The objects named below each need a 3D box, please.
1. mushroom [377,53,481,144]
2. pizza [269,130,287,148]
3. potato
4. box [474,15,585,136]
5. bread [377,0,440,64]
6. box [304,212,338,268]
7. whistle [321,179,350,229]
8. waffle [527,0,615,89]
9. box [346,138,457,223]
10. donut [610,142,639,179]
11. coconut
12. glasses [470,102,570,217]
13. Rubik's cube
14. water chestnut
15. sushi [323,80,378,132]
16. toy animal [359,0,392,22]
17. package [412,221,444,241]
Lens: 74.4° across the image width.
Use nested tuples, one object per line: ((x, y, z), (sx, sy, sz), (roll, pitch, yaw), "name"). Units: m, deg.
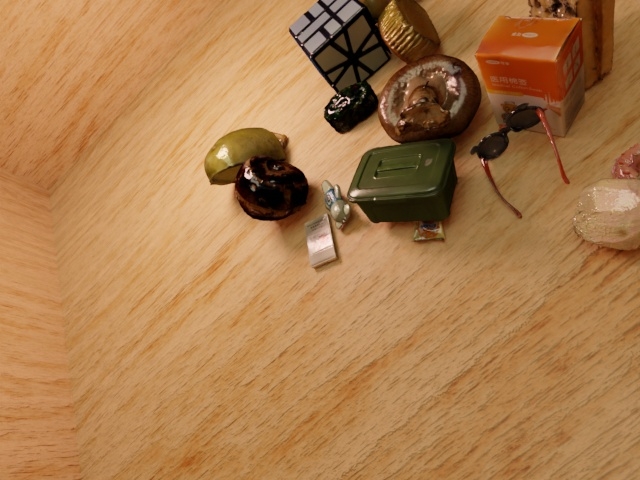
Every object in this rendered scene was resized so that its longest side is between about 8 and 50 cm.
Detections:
((0.333, -0.469, 1.409), (0.331, 0.357, 0.333), (-9, 80, 45), "mushroom")
((-0.273, -0.447, 1.989), (0.262, 0.034, 0.181), (32, 88, 37), "pizza")
((-0.378, -0.384, 1.832), (0.331, 0.280, 0.212), (-19, 89, 31), "potato")
((0.611, -0.468, 1.214), (0.225, 0.341, 0.143), (28, 86, 39), "box")
((0.342, -0.808, 1.639), (0.142, 0.228, 0.253), (-34, 55, 42), "bread")
((0.000, 0.000, 1.596), (0.109, 0.029, 0.198), (-24, 56, 22), "box")
((0.057, -0.149, 1.605), (0.113, 0.077, 0.235), (-63, 35, 35), "whistle")
((0.714, -0.633, 1.206), (0.114, 0.376, 0.260), (-31, 56, 17), "waffle")
((0.281, -0.181, 1.382), (0.329, 0.177, 0.252), (-1, 51, 36), "box")
((0.839, -0.201, 1.113), (0.166, 0.065, 0.117), (-50, 51, 1), "donut")
((0.743, -0.068, 1.037), (0.195, 0.194, 0.194), (-15, 61, 28), "coconut")
((0.575, -0.233, 1.223), (0.234, 0.118, 0.268), (-47, 40, 48), "glasses")
((0.082, -0.837, 1.787), (0.294, 0.288, 0.283), (-39, 51, 9), "Rubik's cube")
((-0.201, -0.189, 1.686), (0.300, 0.300, 0.299), (-15, 61, 28), "water chestnut")
((0.121, -0.550, 1.721), (0.225, 0.127, 0.124), (-30, 55, 21), "sushi")
((0.283, -1.056, 1.836), (0.281, 0.169, 0.195), (-34, 10, 22), "toy animal")
((0.355, -0.050, 1.382), (0.108, 0.031, 0.120), (-5, 66, 32), "package")
